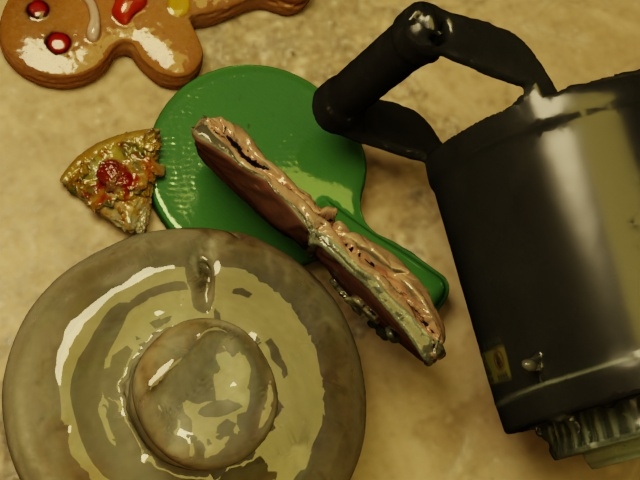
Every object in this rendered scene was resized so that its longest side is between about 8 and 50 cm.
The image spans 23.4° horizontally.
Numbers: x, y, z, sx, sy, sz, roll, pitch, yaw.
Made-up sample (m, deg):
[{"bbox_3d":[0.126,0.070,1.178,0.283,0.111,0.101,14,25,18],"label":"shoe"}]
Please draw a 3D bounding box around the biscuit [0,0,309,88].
[{"bbox_3d":[-0.130,-0.197,1.184,0.250,0.036,0.165,-28,78,-16],"label":"biscuit"}]

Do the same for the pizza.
[{"bbox_3d":[-0.144,-0.042,1.124,0.083,0.025,0.078,-29,73,-1],"label":"pizza"}]

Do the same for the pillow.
[{"bbox_3d":[0.000,0.000,1.059,0.232,0.126,0.043,42,83,6],"label":"pillow"}]

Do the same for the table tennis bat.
[{"bbox_3d":[-0.013,-0.026,1.150,0.257,0.039,0.160,37,76,7],"label":"table tennis bat"}]

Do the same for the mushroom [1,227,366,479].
[{"bbox_3d":[-0.081,0.097,0.999,0.244,0.243,0.243,3,72,-9],"label":"mushroom"}]

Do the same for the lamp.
[{"bbox_3d":[0.189,0.020,1.069,0.374,0.205,0.272,10,69,-22],"label":"lamp"}]
